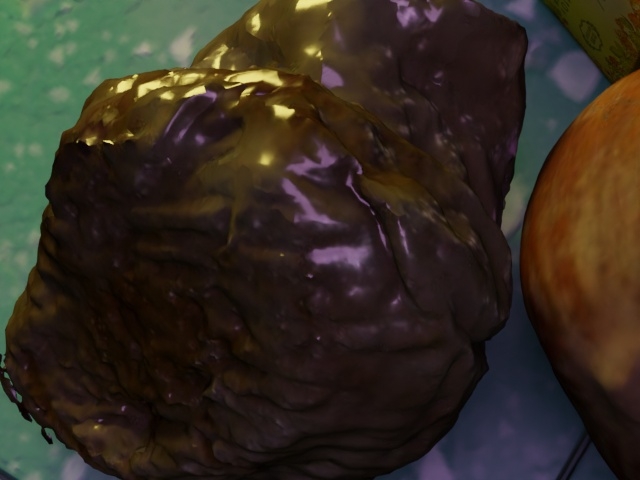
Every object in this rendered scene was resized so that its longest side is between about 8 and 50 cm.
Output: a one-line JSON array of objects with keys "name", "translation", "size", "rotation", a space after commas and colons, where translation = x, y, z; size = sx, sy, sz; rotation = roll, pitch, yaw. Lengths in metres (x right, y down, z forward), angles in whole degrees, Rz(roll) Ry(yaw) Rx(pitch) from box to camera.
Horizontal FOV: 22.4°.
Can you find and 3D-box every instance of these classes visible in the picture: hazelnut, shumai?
[{"name": "hazelnut", "translation": [0.148, 0.010, 0.591], "size": [0.182, 0.182, 0.182], "rotation": [-1, 78, 5]}, {"name": "shumai", "translation": [0.003, 0.002, 0.631], "size": [0.185, 0.218, 0.184], "rotation": [-27, 67, -40]}]

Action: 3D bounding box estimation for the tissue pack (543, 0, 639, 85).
[{"name": "tissue pack", "translation": [0.143, -0.127, 0.612], "size": [0.095, 0.176, 0.062], "rotation": [-37, 78, -5]}]
